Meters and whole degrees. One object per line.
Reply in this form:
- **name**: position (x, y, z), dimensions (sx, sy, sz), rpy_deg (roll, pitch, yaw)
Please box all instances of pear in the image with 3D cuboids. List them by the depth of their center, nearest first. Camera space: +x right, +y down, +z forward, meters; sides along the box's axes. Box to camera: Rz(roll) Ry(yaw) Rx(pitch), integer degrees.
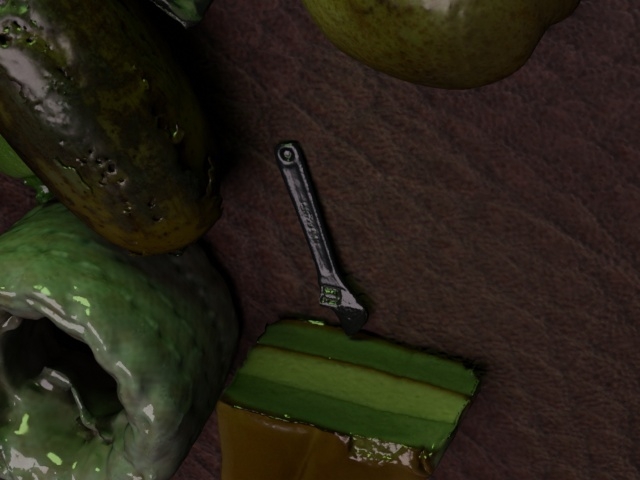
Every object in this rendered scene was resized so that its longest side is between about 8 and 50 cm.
- **pear**: position (0.095, -0.218, 1.245), dimensions (0.211, 0.188, 0.228), rpy_deg (50, 129, 5)

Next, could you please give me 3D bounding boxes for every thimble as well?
- **thimble**: position (-0.240, 0.112, 1.618), dimensions (0.291, 0.195, 0.291), rpy_deg (12, 125, 17)

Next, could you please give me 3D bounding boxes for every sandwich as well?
- **sandwich**: position (0.031, 0.211, 1.585), dimensions (0.227, 0.155, 0.198), rpy_deg (13, 127, 18)

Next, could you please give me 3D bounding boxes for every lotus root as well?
- **lotus root**: position (-0.216, -0.153, 1.439), dimensions (0.397, 0.179, 0.196), rpy_deg (55, 165, -21)

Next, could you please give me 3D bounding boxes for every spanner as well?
- **spanner**: position (0.000, 0.000, 1.540), dimensions (0.046, 0.012, 0.208), rpy_deg (-11, 111, 23)

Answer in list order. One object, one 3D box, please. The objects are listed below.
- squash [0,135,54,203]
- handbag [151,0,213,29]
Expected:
- **squash**: position (-0.357, -0.201, 1.530), dimensions (0.107, 0.107, 0.395), rpy_deg (-18, 113, 33)
- **handbag**: position (-0.093, -0.395, 1.248), dimensions (0.316, 0.180, 0.416), rpy_deg (35, 124, -9)
